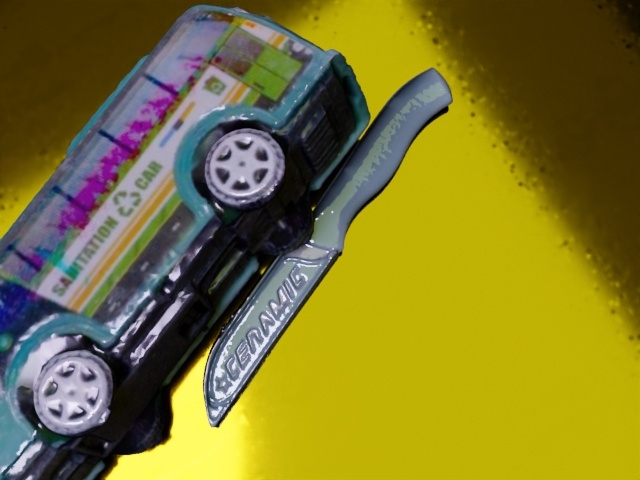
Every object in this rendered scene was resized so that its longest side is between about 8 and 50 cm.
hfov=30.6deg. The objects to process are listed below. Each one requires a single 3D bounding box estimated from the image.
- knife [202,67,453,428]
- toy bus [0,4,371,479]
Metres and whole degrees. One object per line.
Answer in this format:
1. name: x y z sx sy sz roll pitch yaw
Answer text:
1. knife: 0.000 0.000 0.577 0.028 0.015 0.210 36 82 -1
2. toy bus: -0.086 0.013 0.534 0.109 0.091 0.262 34 80 22
